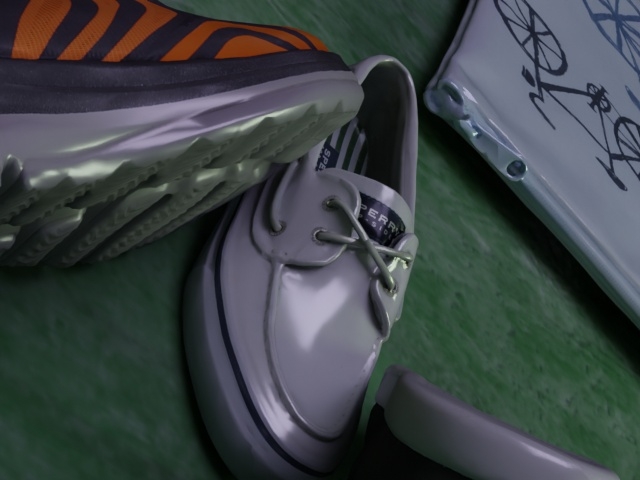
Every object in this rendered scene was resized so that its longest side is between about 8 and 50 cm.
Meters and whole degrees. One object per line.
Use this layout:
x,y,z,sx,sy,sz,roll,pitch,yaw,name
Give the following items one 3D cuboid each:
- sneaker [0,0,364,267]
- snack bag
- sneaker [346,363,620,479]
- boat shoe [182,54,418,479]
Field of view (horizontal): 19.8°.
-0.112,-0.087,0.618,0.321,0.124,0.180,-11,72,-58,sneaker
0.196,-0.043,1.113,0.323,0.037,0.342,47,30,-15,snack bag
0.038,0.131,0.668,0.104,0.147,0.296,25,-2,8,sneaker
0.000,0.000,0.744,0.083,0.076,0.226,37,35,-30,boat shoe
